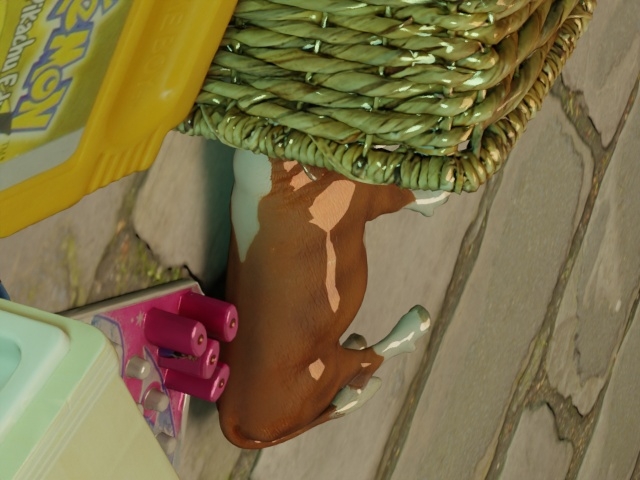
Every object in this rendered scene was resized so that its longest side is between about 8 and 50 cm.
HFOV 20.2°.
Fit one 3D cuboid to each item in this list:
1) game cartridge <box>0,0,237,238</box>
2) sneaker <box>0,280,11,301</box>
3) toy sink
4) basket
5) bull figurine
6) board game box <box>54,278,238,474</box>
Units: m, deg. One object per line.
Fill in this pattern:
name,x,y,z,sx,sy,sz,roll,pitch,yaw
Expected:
game cartridge,-0.130,-0.101,0.742,0.324,0.053,0.285,-27,152,-48
sneaker,-0.212,0.011,0.932,0.053,0.059,0.144,-67,153,-9
toy sink,-0.164,0.104,0.797,0.131,0.153,0.234,-58,143,-30
basket,0.005,-0.172,0.987,0.213,0.299,0.223,-24,123,-59
bull figurine,0.000,0.000,1.278,0.188,0.101,0.310,-9,121,-43
board game box,-0.189,0.242,1.118,0.390,0.050,0.390,-16,117,-60
